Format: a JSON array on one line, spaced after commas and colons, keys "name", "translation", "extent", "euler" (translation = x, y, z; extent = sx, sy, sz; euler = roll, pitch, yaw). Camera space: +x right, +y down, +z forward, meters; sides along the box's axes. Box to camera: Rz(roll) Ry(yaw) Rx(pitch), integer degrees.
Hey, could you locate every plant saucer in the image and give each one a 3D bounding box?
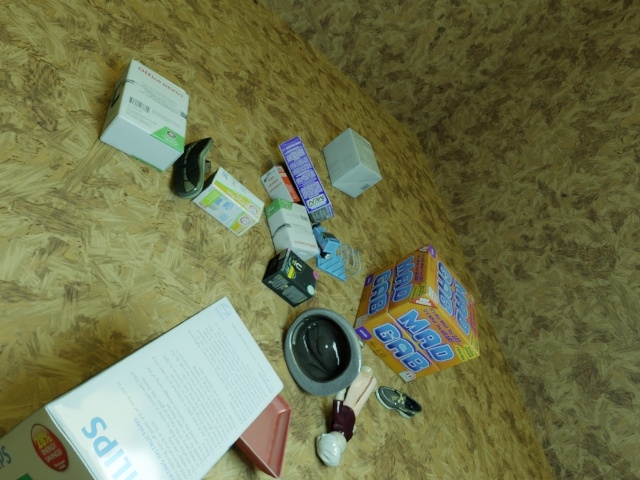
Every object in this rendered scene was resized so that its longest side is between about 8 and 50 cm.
[{"name": "plant saucer", "translation": [-0.181, 0.440, 1.109], "extent": [0.258, 0.047, 0.259], "euler": [53, 11, -12]}]

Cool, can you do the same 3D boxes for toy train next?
[{"name": "toy train", "translation": [0.000, 0.000, 1.731], "extent": [0.080, 0.105, 0.184], "euler": [16, 23, -38]}]

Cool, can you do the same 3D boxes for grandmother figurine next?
[{"name": "grandmother figurine", "translation": [0.086, 0.552, 1.364], "extent": [0.342, 0.104, 0.208], "euler": [-50, 123, -50]}]

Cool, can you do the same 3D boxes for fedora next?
[{"name": "fedora", "translation": [0.012, 0.359, 1.397], "extent": [0.275, 0.243, 0.124], "euler": [55, 0, 20]}]

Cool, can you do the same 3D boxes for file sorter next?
[{"name": "file sorter", "translation": [0.075, 0.074, 1.812], "extent": [0.170, 0.104, 0.118], "euler": [30, 40, -36]}]

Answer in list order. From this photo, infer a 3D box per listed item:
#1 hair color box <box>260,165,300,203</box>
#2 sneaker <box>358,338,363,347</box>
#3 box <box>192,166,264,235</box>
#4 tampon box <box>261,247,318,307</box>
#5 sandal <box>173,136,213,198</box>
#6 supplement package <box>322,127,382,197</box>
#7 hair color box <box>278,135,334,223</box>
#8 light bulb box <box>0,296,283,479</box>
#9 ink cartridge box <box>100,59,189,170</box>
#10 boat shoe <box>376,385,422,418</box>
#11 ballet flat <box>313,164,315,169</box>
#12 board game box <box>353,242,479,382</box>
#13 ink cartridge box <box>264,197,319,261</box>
[{"name": "hair color box", "translation": [-0.165, -0.209, 1.748], "extent": [0.053, 0.093, 0.167], "euler": [-15, 75, -59]}, {"name": "sneaker", "translation": [0.078, 0.338, 1.592], "extent": [0.225, 0.088, 0.093], "euler": [42, 33, -23]}, {"name": "box", "translation": [-0.307, -0.129, 1.456], "extent": [0.203, 0.114, 0.103], "euler": [41, 35, -26]}, {"name": "tampon box", "translation": [-0.103, 0.132, 1.512], "extent": [0.161, 0.101, 0.120], "euler": [42, 35, -23]}, {"name": "sandal", "translation": [-0.419, -0.237, 1.429], "extent": [0.086, 0.120, 0.303], "euler": [65, 19, -48]}, {"name": "supplement package", "translation": [0.168, -0.412, 2.290], "extent": [0.198, 0.199, 0.263], "euler": [23, 45, -43]}, {"name": "hair color box", "translation": [-0.058, -0.256, 1.856], "extent": [0.185, 0.110, 0.339], "euler": [64, 4, -76]}, {"name": "light bulb box", "translation": [-0.327, 0.328, 0.777], "extent": [0.225, 0.358, 0.361], "euler": [56, 32, 1]}, {"name": "ink cartridge box", "translation": [-0.545, -0.396, 1.361], "extent": [0.211, 0.121, 0.289], "euler": [28, 41, -39]}, {"name": "boat shoe", "translation": [0.307, 0.620, 1.668], "extent": [0.227, 0.068, 0.081], "euler": [38, 36, -29]}, {"name": "ballet flat", "translation": [-0.067, -0.305, 2.033], "extent": [0.173, 0.049, 0.058], "euler": [-68, 147, -48]}, {"name": "board game box", "translation": [0.410, 0.307, 1.823], "extent": [0.356, 0.356, 0.356], "euler": [47, 32, -15]}, {"name": "ink cartridge box", "translation": [-0.111, -0.037, 1.664], "extent": [0.160, 0.092, 0.220], "euler": [15, 50, -49]}]
